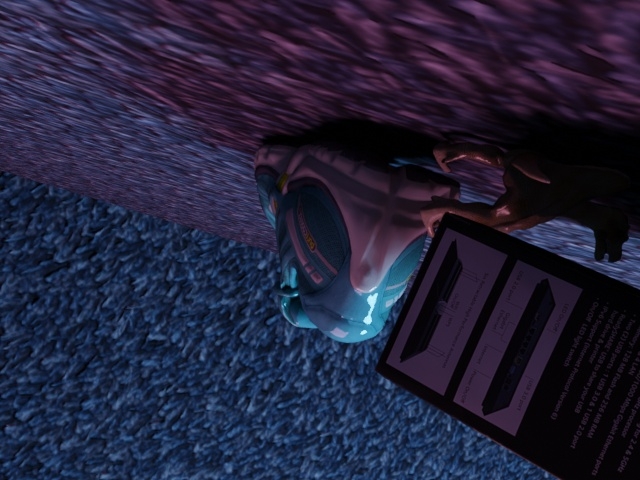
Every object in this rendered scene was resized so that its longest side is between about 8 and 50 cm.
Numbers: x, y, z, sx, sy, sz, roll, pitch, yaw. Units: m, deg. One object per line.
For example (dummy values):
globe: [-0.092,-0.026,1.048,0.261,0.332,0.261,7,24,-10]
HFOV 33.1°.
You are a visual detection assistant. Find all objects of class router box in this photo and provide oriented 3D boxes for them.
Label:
router box: [0.208,0.091,0.510,0.243,0.081,0.309,27,-174,36]

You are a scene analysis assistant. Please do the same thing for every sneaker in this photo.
sneaker: [0.000,0.000,0.670,0.107,0.110,0.275,19,180,-7]

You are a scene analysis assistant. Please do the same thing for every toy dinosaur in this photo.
toy dinosaur: [0.097,-0.028,0.511,0.092,0.053,0.183,-3,168,27]
